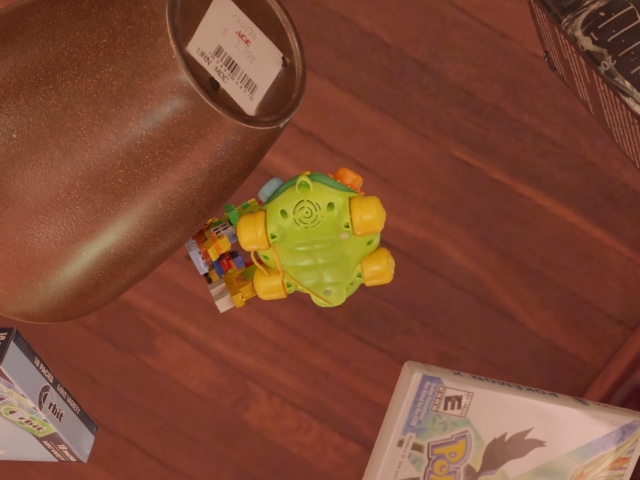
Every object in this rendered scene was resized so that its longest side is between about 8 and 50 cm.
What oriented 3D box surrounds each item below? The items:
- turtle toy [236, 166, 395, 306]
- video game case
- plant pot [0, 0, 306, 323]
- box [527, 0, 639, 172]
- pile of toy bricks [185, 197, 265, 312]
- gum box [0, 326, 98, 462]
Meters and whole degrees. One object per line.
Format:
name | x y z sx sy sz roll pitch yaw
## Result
turtle toy | 0.000 0.000 0.827 0.095 0.066 0.130 -8 138 6
video game case | 0.173 0.310 1.351 0.299 0.036 0.329 14 102 -22
plant pot | -0.124 -0.079 0.793 0.230 0.215 0.215 -22 109 41
box | 0.633 -0.292 1.808 0.480 0.297 0.472 -36 63 4
pile of toy bricks | -0.104 -0.017 1.435 0.105 0.212 0.118 -27 116 -4
gum box | -0.304 0.132 1.058 0.184 0.041 0.157 -2 141 19
